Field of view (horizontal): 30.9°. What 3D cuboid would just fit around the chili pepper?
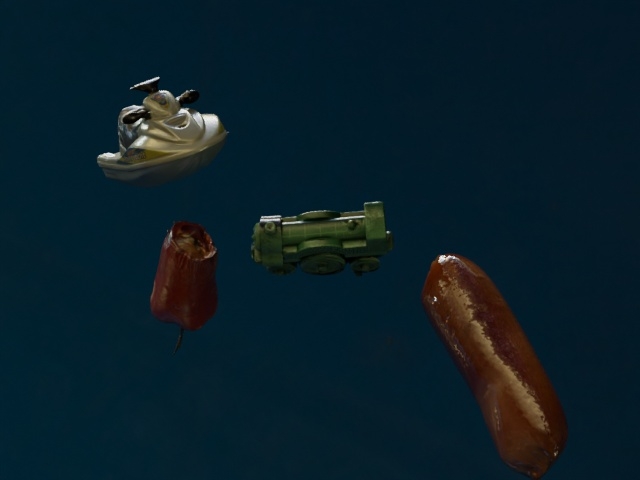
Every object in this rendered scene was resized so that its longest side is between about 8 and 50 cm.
[{"bbox_3d":[-0.169,0.068,1.437,0.084,0.192,0.086,34,-142,28],"label":"chili pepper"}]

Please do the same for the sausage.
[{"bbox_3d":[0.195,0.131,1.282,0.089,0.083,0.300,-57,-139,32],"label":"sausage"}]

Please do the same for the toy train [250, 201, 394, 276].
[{"bbox_3d":[0.000,0.000,1.408,0.178,0.104,0.071,-4,-111,3],"label":"toy train"}]

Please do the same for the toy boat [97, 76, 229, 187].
[{"bbox_3d":[-0.213,-0.139,1.541,0.140,0.269,0.141,3,-99,-20],"label":"toy boat"}]
